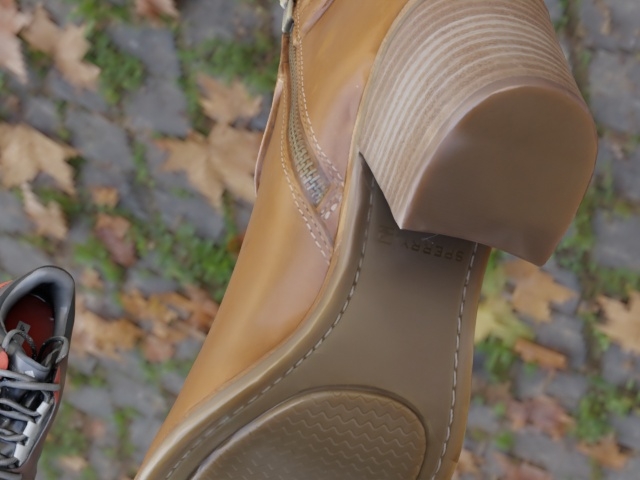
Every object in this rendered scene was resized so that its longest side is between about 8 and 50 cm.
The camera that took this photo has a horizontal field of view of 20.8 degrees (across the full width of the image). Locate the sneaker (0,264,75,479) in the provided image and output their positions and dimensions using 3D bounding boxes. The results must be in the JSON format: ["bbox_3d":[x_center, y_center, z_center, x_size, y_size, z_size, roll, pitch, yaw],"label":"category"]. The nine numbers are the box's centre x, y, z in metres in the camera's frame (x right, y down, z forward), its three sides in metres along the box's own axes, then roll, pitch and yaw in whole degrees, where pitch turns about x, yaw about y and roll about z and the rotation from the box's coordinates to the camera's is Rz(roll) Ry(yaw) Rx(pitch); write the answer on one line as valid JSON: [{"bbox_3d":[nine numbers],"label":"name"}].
[{"bbox_3d":[-0.147,0.077,0.788,0.061,0.158,0.065,20,147,-20],"label":"sneaker"}]

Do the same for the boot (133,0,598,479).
[{"bbox_3d":[0.000,0.000,0.492,0.073,0.152,0.197,27,112,-25],"label":"boot"}]
